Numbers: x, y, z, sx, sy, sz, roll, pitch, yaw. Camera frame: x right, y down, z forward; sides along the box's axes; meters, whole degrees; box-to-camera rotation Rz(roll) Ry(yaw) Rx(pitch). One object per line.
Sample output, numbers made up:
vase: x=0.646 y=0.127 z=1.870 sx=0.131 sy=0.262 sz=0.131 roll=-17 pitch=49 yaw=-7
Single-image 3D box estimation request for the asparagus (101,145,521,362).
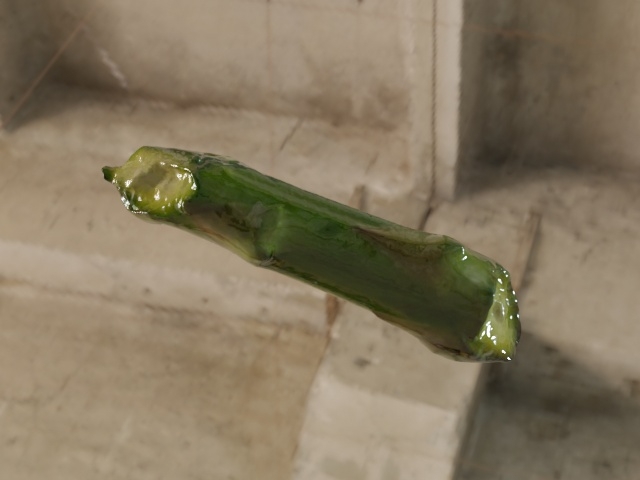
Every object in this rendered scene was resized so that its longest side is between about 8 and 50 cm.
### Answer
asparagus: x=-0.001 y=0.002 z=1.078 sx=0.343 sy=0.082 sz=0.085 roll=24 pitch=-7 yaw=-3
